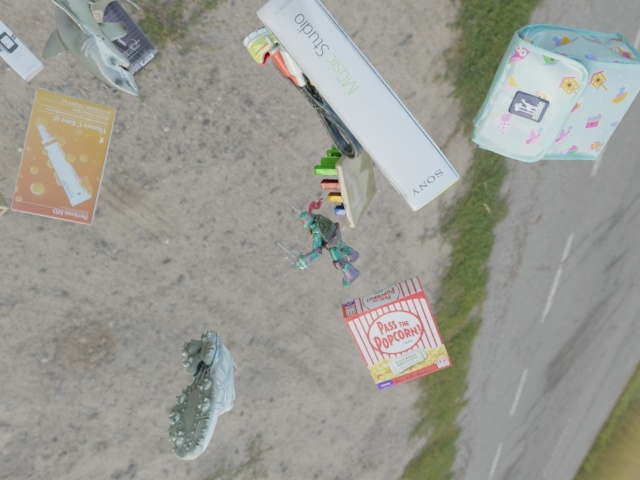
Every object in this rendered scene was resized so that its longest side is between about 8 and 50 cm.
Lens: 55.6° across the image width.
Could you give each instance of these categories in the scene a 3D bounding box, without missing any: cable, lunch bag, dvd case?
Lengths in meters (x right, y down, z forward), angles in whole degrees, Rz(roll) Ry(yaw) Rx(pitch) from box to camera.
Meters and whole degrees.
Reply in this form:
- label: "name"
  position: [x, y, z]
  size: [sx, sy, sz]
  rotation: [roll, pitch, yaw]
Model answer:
- label: "cable"
  position: [-0.020, -0.274, 1.166]
  size: [0.072, 0.140, 0.287]
  rotation: [-43, 123, -32]
- label: "lunch bag"
  position: [0.425, -0.266, 1.115]
  size: [0.262, 0.160, 0.223]
  rotation: [-2, 137, -19]
- label: "dvd case"
  position: [-0.533, -0.499, 1.541]
  size: [0.164, 0.018, 0.221]
  rotation: [-42, 147, -3]

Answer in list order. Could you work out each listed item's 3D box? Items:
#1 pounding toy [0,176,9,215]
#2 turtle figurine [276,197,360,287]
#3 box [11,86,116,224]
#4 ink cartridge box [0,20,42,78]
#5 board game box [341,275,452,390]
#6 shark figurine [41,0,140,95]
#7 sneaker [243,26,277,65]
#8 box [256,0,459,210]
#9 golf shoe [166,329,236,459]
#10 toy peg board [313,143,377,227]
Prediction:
- label: "pounding toy"
  position: [-0.981, -0.114, 1.754]
  size: [0.141, 0.100, 0.130]
  rotation: [-39, 165, 11]
- label: "turtle figurine"
  position: [0.000, 0.000, 1.450]
  size: [0.234, 0.118, 0.175]
  rotation: [43, 45, -23]
- label: "box"
  position: [-0.735, -0.235, 1.756]
  size: [0.215, 0.168, 0.345]
  rotation: [12, 90, -20]
- label: "ink cartridge box"
  position: [-0.772, -0.481, 1.490]
  size: [0.060, 0.104, 0.180]
  rotation: [-45, 111, -10]
- label: "board game box"
  position: [0.139, 0.171, 1.098]
  size: [0.147, 0.045, 0.193]
  rotation: [-22, 121, 7]
- label: "shark figurine"
  position: [-0.364, -0.314, 0.898]
  size: [0.116, 0.278, 0.166]
  rotation: [-40, 135, 19]
- label: "sneaker"
  position: [-0.088, -0.515, 1.568]
  size: [0.209, 0.094, 0.081]
  rotation: [-23, 172, 6]
- label: "box"
  position: [0.065, -0.145, 0.680]
  size: [0.058, 0.232, 0.322]
  rotation: [-39, 177, 15]
- label: "golf shoe"
  position: [-0.130, 0.194, 0.740]
  size: [0.069, 0.176, 0.086]
  rotation: [-25, 125, 20]
- label: "toy peg board"
  position: [0.055, -0.139, 1.374]
  size: [0.161, 0.079, 0.160]
  rotation: [-56, 141, -46]
